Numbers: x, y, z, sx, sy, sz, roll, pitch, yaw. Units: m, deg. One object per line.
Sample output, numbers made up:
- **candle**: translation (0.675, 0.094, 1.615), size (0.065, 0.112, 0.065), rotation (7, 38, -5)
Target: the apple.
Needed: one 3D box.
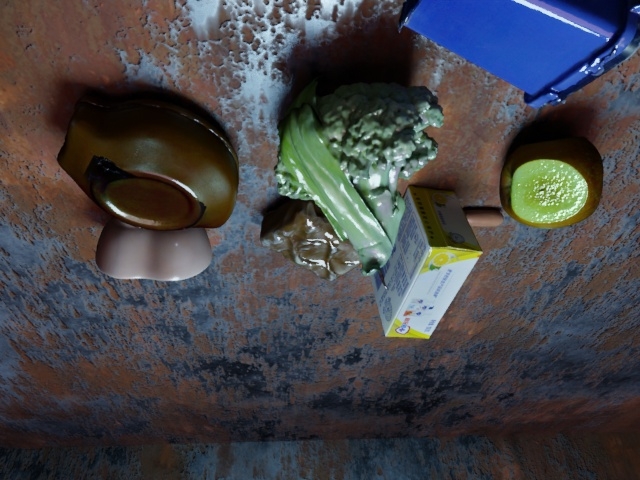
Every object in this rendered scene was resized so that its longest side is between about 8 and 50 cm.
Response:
- **apple**: translation (0.371, -0.091, 0.809), size (0.147, 0.163, 0.147), rotation (-2, 102, 16)

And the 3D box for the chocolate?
- **chocolate**: translation (0.000, 0.000, 0.956), size (0.214, 0.093, 0.148), rotation (31, 135, -33)

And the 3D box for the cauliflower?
- **cauliflower**: translation (0.059, -0.089, 0.711), size (0.256, 0.239, 0.316), rotation (-12, 99, 15)

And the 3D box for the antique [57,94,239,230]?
- **antique**: translation (-0.256, -0.106, 0.773), size (0.278, 0.129, 0.223), rotation (26, 137, -30)

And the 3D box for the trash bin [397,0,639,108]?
- **trash bin**: translation (0.224, -0.273, 0.544), size (0.234, 0.163, 0.184), rotation (17, 163, -12)

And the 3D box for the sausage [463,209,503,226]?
- **sausage**: translation (0.316, -0.044, 0.973), size (0.083, 0.034, 0.034), rotation (1, 143, -6)

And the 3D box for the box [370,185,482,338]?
- **box**: translation (0.189, 0.049, 0.956), size (0.097, 0.169, 0.265), rotation (3, 133, -13)

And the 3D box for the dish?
- **dish**: translation (-0.301, -0.008, 0.902), size (0.213, 0.213, 0.091), rotation (3, 110, -8)
